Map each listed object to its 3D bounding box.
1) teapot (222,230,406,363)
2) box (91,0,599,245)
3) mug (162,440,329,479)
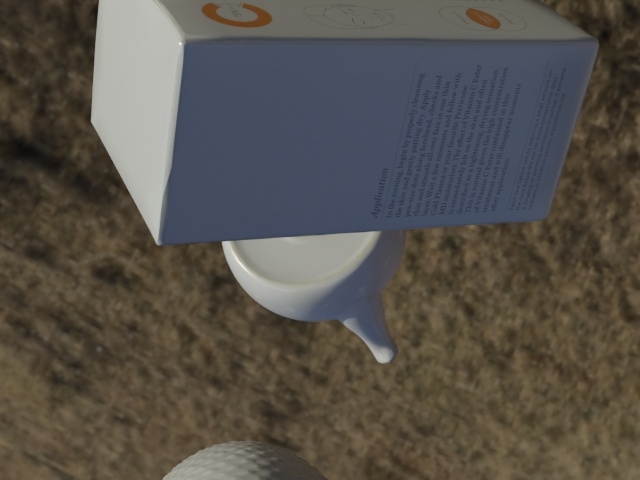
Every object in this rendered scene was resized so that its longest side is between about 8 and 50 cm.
[{"bbox_3d":[0.000,0.000,1.544,0.253,0.256,0.187,11,159,20],"label":"teapot"},{"bbox_3d":[0.010,-0.128,0.969,0.345,0.168,0.215,-3,-148,-24],"label":"box"},{"bbox_3d":[-0.106,0.409,1.316,0.276,0.374,0.328,25,-171,-10],"label":"mug"}]
